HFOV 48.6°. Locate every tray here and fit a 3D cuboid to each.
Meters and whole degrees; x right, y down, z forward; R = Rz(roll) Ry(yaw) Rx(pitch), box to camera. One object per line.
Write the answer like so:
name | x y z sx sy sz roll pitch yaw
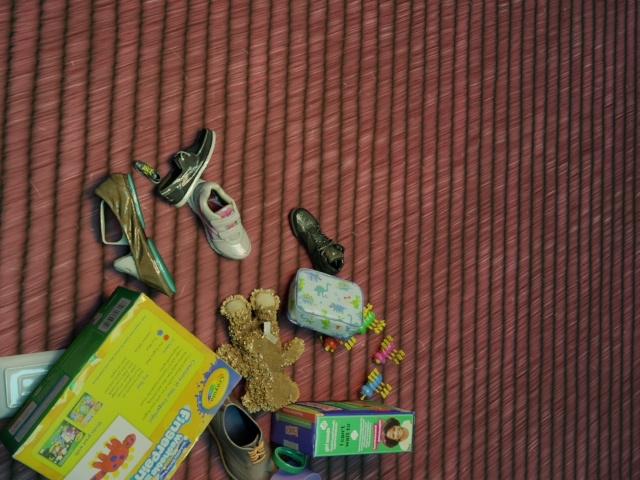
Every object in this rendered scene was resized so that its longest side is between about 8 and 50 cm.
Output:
tray | -0.649 0.341 1.727 0.270 0.030 0.145 -4 89 -29

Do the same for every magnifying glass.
magnifying glass | -0.057 0.598 1.977 0.026 0.092 0.231 -63 156 7

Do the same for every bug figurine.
bug figurine | 0.132 0.332 2.142 0.216 0.072 0.279 -42 103 -30

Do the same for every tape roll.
tape roll | -0.083 0.710 1.951 0.189 0.080 0.189 -35 136 -42

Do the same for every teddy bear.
teddy bear | -0.170 0.302 1.968 0.245 0.113 0.338 -32 96 -34

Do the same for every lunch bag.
lunch bag | 0.015 0.178 2.025 0.219 0.090 0.176 18 45 -17

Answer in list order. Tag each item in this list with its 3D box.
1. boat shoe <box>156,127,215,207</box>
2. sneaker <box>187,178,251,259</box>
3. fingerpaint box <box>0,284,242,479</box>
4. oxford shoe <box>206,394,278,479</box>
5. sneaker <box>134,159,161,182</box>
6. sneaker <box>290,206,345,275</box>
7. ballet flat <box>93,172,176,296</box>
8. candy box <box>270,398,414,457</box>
boat shoe | -0.352 -0.205 1.881 0.079 0.084 0.233 35 74 -31
sneaker | -0.266 -0.054 1.910 0.103 0.111 0.252 -41 108 -24
fingerpaint box | -0.471 0.398 1.723 0.371 0.163 0.445 46 68 -30
oxford shoe | -0.200 0.564 1.906 0.130 0.132 0.364 -41 113 -25
sneaker | -0.448 -0.183 1.856 0.083 0.035 0.031 37 70 -23
sneaker | 0.000 0.000 2.049 0.087 0.130 0.228 -31 101 -28
ballet flat | -0.483 0.000 1.798 0.124 0.116 0.342 -22 99 -8
candy box | 0.056 0.518 1.980 0.317 0.268 0.122 4 84 -29
